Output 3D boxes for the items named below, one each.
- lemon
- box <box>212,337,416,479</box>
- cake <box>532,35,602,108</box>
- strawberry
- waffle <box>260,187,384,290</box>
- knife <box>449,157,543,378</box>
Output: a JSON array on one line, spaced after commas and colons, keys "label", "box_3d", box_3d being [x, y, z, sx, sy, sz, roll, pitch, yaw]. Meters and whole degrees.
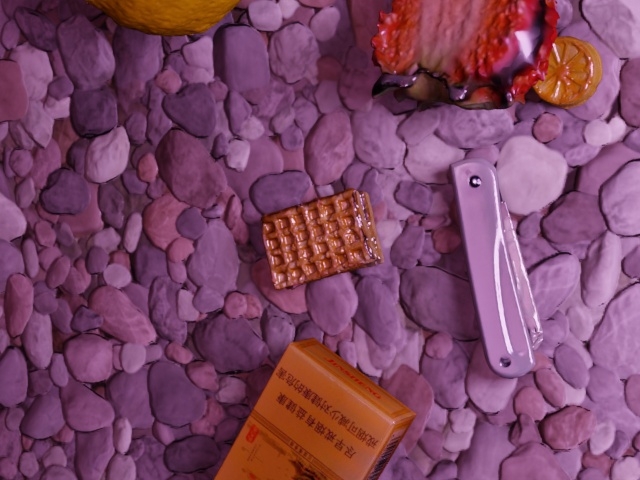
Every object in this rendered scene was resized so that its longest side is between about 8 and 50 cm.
[{"label": "lemon", "box_3d": [-0.183, -0.382, 1.629, 0.320, 0.245, 0.245, -40, 74, 36]}, {"label": "box", "box_3d": [-0.023, 0.284, 1.665, 0.174, 0.076, 0.274, 35, 107, 23]}, {"label": "cake", "box_3d": [0.281, -0.195, 1.512, 0.084, 0.044, 0.084, 2, 94, 27]}, {"label": "strawberry", "box_3d": [0.193, -0.284, 1.510, 0.233, 0.137, 0.306, 8, 76, 43]}, {"label": "waffle", "box_3d": [0.000, 0.000, 1.660, 0.148, 0.042, 0.103, -16, 86, 26]}, {"label": "knife", "box_3d": [0.209, 0.032, 1.562, 0.073, 0.040, 0.266, -14, 85, 15]}]
